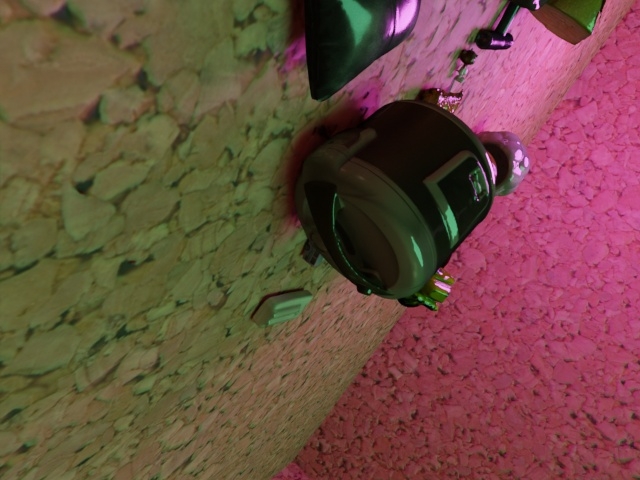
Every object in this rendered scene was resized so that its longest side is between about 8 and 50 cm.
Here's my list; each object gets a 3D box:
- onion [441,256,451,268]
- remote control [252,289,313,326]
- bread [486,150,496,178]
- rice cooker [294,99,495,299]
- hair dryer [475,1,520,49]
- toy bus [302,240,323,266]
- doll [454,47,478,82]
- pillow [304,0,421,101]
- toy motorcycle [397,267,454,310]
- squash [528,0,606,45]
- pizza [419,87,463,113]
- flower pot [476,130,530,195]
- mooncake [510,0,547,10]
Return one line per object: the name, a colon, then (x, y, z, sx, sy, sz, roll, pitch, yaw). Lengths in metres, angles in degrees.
onion: (0.245, -0.014, 1.498, 0.273, 0.273, 0.284, 90, 9, -61)
remote control: (-0.090, 0.177, 1.331, 0.090, 0.049, 0.230, -54, 162, 13)
bread: (0.444, -0.160, 1.679, 0.333, 0.160, 0.332, -159, -90, -85)
rice cooker: (0.133, -0.075, 0.998, 0.325, 0.335, 0.335, -42, 158, -25)
hair dryer: (0.470, -0.571, 1.291, 0.173, 0.050, 0.194, -29, 146, -50)
toy bus: (0.000, 0.000, 1.219, 0.037, 0.052, 0.130, -21, 144, -52)
doll: (0.358, -0.435, 1.284, 0.058, 0.040, 0.085, -39, 159, -59)
pillow: (0.069, -0.326, 0.722, 0.250, 0.106, 0.186, -44, 152, -28)
toy motorcycle: (0.201, 0.034, 1.278, 0.206, 0.342, 0.142, -37, -149, 24)
squash: (0.691, -0.700, 1.314, 0.308, 0.210, 0.233, -53, 175, 17)
pizza: (0.261, -0.300, 1.271, 0.292, 0.058, 0.197, -48, 159, -15)
flower pot: (0.624, -0.276, 1.863, 0.195, 0.246, 0.246, -21, 144, -54)
mooncake: (0.490, -0.615, 1.163, 0.175, 0.104, 0.168, -32, 156, -40)
